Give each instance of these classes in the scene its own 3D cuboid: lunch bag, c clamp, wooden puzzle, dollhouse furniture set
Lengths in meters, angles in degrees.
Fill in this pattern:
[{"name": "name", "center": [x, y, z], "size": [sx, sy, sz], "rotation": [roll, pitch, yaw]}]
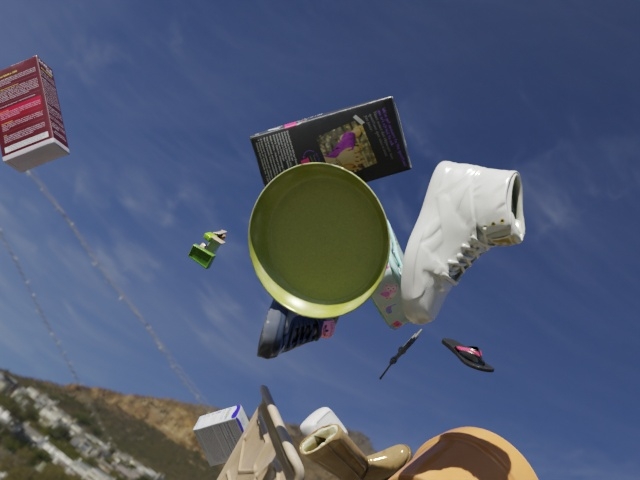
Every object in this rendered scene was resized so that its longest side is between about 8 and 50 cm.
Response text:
[{"name": "lunch bag", "center": [0.159, 0.067, 1.692], "size": [0.108, 0.279, 0.224], "rotation": [-23, -53, 7]}, {"name": "c clamp", "center": [0.216, 0.290, 1.819], "size": [0.022, 0.161, 0.137], "rotation": [41, -68, 12]}, {"name": "wooden puzzle", "center": [-0.122, 0.481, 1.248], "size": [0.080, 0.348, 0.322], "rotation": [23, 5, -17]}, {"name": "dollhouse furniture set", "center": [-0.259, 0.024, 1.675], "size": [0.058, 0.152, 0.076], "rotation": [32, -76, 10]}]

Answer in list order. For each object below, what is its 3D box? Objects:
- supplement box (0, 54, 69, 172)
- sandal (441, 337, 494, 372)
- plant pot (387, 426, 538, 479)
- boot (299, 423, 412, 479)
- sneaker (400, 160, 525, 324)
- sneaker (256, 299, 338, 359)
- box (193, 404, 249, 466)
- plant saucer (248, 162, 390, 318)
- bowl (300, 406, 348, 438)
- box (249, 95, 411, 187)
[{"name": "supplement box", "center": [-0.672, -0.291, 1.581], "size": [0.073, 0.130, 0.239], "rotation": [55, 16, -71]}, {"name": "sandal", "center": [0.370, 0.279, 1.732], "size": [0.067, 0.040, 0.179], "rotation": [12, 14, -31]}, {"name": "plant pot", "center": [0.238, 0.508, 1.260], "size": [0.291, 0.203, 0.291], "rotation": [0, -90, 45]}, {"name": "boot", "center": [0.108, 0.603, 1.949], "size": [0.269, 0.236, 0.089], "rotation": [52, 2, -31]}, {"name": "sneaker", "center": [0.244, 0.009, 1.142], "size": [0.169, 0.292, 0.108], "rotation": [10, -10, 38]}, {"name": "sneaker", "center": [-0.037, 0.166, 1.390], "size": [0.131, 0.319, 0.112], "rotation": [18, -75, 7]}, {"name": "box", "center": [-0.266, 0.548, 1.932], "size": [0.137, 0.072, 0.126], "rotation": [-18, -76, 13]}, {"name": "plant saucer", "center": [0.000, 0.000, 1.067], "size": [0.241, 0.037, 0.241], "rotation": [2, -85, 25]}, {"name": "bowl", "center": [0.021, 0.609, 2.203], "size": [0.142, 0.142, 0.053], "rotation": [52, -52, 8]}, {"name": "box", "center": [0.017, -0.170, 1.310], "size": [0.165, 0.270, 0.143], "rotation": [-107, -179, -80]}]
